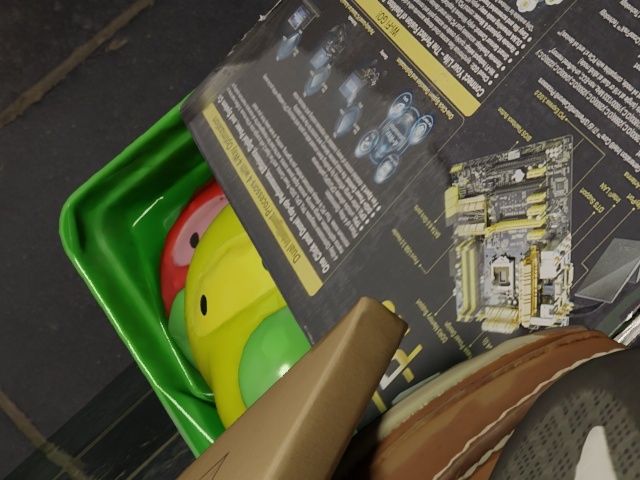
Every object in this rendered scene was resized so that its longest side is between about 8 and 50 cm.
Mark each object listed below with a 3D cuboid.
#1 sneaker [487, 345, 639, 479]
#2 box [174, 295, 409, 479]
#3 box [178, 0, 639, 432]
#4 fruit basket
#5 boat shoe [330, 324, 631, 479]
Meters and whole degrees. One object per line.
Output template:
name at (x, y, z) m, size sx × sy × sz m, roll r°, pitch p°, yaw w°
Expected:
sneaker at (-0.016, 0.156, 0.231) m, size 0.185 × 0.202 × 0.483 m, roll -32°, pitch 11°, yaw 47°
box at (-0.053, 0.115, 0.478) m, size 0.164 × 0.021 × 0.201 m, roll -46°, pitch 5°, yaw 32°
box at (0.109, -0.074, 0.678) m, size 0.318 × 0.097 × 0.395 m, roll -45°, pitch 32°, yaw 7°
fruit basket at (0.000, 0.000, 0.995) m, size 0.392 × 0.283 × 0.392 m, roll -33°, pitch -9°, yaw -6°
boat shoe at (0.007, 0.169, 0.441) m, size 0.324 × 0.122 × 0.120 m, roll -50°, pitch 13°, yaw -7°
